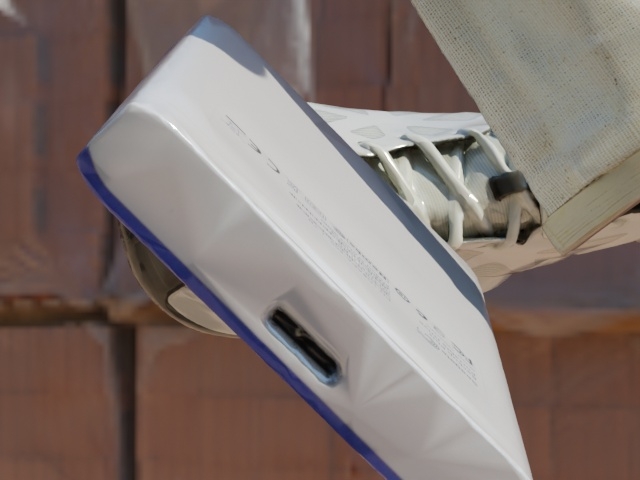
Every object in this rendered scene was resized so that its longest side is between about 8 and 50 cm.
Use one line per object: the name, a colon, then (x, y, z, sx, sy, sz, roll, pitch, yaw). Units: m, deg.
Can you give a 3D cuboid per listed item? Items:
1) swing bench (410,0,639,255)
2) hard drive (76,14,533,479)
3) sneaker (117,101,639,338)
swing bench: (0.164, -0.139, 0.966, 0.165, 0.253, 0.255, -36, -16, 22)
hard drive: (0.000, 0.000, 0.793, 0.040, 0.210, 0.318, -44, 8, 10)
sneaker: (0.087, -0.052, 1.205, 0.257, 0.169, 0.447, -20, -10, 40)
